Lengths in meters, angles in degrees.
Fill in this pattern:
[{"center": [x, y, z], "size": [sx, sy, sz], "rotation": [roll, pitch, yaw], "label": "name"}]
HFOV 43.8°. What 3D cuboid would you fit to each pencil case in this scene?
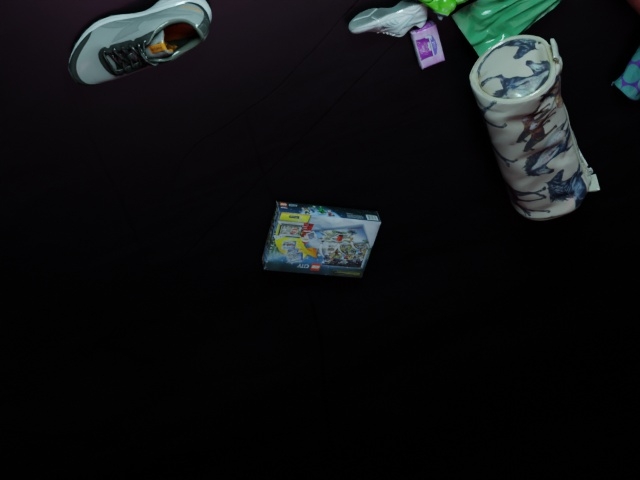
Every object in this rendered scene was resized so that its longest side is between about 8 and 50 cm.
[{"center": [0.426, -0.215, 1.575], "size": [0.183, 0.160, 0.410], "rotation": [-21, 139, 13], "label": "pencil case"}, {"center": [0.660, -0.362, 1.614], "size": [0.064, 0.070, 0.152], "rotation": [32, 124, 8], "label": "pencil case"}]

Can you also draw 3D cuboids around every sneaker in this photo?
[{"center": [-0.315, -0.340, 1.378], "size": [0.271, 0.108, 0.100], "rotation": [-23, 131, 7], "label": "sneaker"}, {"center": [0.127, -0.400, 1.468], "size": [0.152, 0.054, 0.061], "rotation": [-16, 132, -1], "label": "sneaker"}]

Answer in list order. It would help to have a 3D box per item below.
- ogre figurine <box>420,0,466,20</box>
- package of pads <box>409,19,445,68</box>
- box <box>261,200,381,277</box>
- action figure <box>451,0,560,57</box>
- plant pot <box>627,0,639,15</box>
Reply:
[{"center": [0.242, -0.480, 1.410], "size": [0.197, 0.097, 0.118], "rotation": [-42, 112, -9], "label": "ogre figurine"}, {"center": [0.203, -0.373, 1.520], "size": [0.050, 0.032, 0.083], "rotation": [-22, 129, 3], "label": "package of pads"}, {"center": [0.000, 0.000, 1.758], "size": [0.233, 0.044, 0.159], "rotation": [6, 126, -17], "label": "box"}, {"center": [0.374, -0.442, 1.485], "size": [0.232, 0.063, 0.137], "rotation": [-33, 126, 18], "label": "action figure"}, {"center": [0.651, -0.493, 1.402], "size": [0.243, 0.275, 0.275], "rotation": [26, 118, -18], "label": "plant pot"}]
